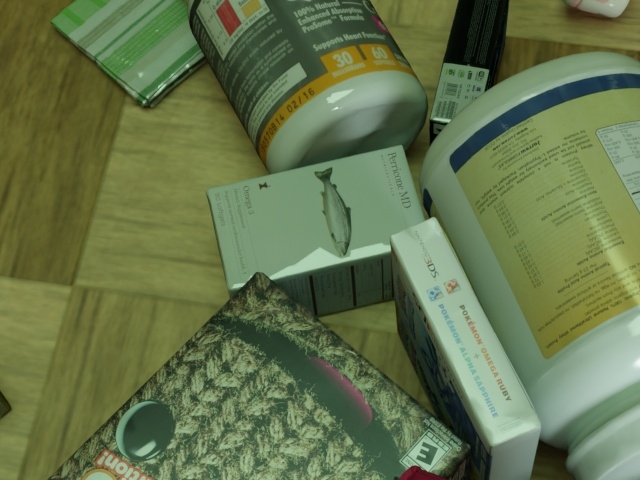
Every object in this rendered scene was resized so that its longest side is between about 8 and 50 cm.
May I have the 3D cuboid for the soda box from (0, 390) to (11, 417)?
[{"bbox_3d":[-0.363,0.172,1.156,0.181,0.058,0.061,-38,68,-14],"label":"soda box"}]

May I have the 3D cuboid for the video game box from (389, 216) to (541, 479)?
[{"bbox_3d":[0.113,0.106,1.076,0.048,0.205,0.187,-20,64,-4],"label":"video game box"}]

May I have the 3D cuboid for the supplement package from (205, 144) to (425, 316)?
[{"bbox_3d":[0.000,0.000,1.189,0.179,0.105,0.105,-14,63,-3],"label":"supplement package"}]

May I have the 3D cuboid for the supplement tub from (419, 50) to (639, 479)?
[{"bbox_3d":[0.236,0.031,1.091,0.228,0.228,0.316,-20,65,-6],"label":"supplement tub"}]

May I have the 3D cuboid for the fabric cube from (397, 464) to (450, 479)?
[{"bbox_3d":[0.101,0.342,0.872,0.259,0.258,0.254,-42,110,-18],"label":"fabric cube"}]

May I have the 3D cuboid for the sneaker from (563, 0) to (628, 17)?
[{"bbox_3d":[0.286,-0.276,1.340,0.070,0.051,0.134,19,55,-7],"label":"sneaker"}]

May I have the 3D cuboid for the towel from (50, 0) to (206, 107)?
[{"bbox_3d":[-0.184,-0.210,1.353,0.113,0.023,0.152,-42,67,-18],"label":"towel"}]

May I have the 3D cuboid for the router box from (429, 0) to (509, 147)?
[{"bbox_3d":[0.139,-0.149,1.237,0.046,0.133,0.178,11,66,9],"label":"router box"}]

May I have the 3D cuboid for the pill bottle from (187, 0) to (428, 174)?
[{"bbox_3d":[-0.029,-0.192,1.254,0.162,0.162,0.278,-25,66,-8],"label":"pill bottle"}]

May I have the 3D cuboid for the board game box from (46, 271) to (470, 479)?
[{"bbox_3d":[-0.061,0.216,1.069,0.232,0.141,0.291,38,72,19],"label":"board game box"}]
